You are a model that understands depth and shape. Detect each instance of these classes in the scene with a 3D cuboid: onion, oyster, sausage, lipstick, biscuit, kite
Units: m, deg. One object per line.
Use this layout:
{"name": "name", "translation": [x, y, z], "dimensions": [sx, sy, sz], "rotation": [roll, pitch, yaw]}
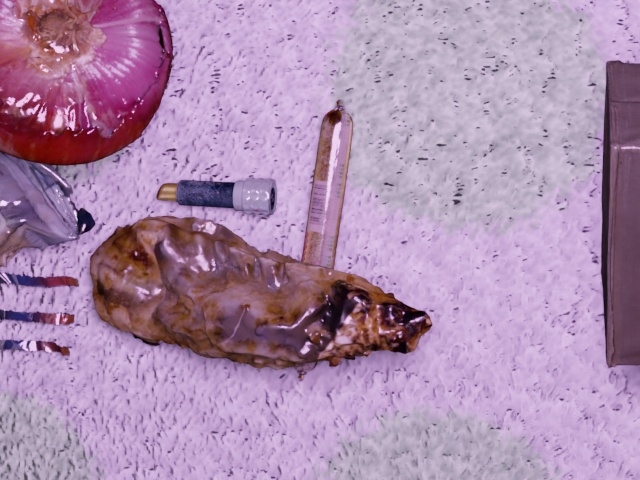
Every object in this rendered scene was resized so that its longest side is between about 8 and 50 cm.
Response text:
{"name": "onion", "translation": [-0.249, -0.164, 1.830], "dimensions": [0.230, 0.163, 0.230], "rotation": [5, 66, -12]}
{"name": "oyster", "translation": [-0.064, 0.052, 1.835], "dimensions": [0.345, 0.078, 0.128], "rotation": [11, 86, 20]}
{"name": "sausage", "translation": [0.000, 0.000, 1.862], "dimensions": [0.033, 0.033, 0.269], "rotation": [9, 94, 7]}
{"name": "lipstick", "translation": [-0.101, -0.045, 1.873], "dimensions": [0.116, 0.037, 0.037], "rotation": [4, 94, 11]}
{"name": "biscuit", "translation": [-0.384, 0.008, 1.882], "dimensions": [0.309, 0.079, 0.186], "rotation": [-39, 83, 4]}
{"name": "kite", "translation": [-0.356, 0.065, 1.921], "dimensions": [0.245, 0.015, 0.141], "rotation": [5, 92, 8]}

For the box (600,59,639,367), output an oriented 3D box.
{"name": "box", "translation": [0.321, -0.024, 1.716], "dimensions": [0.149, 0.155, 0.231], "rotation": [0, 124, 6]}
